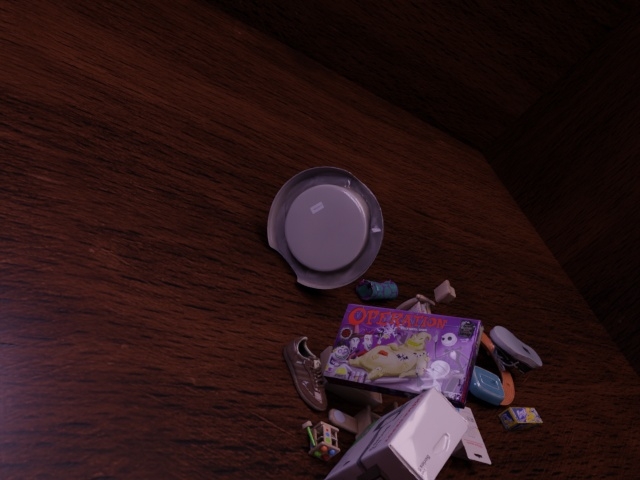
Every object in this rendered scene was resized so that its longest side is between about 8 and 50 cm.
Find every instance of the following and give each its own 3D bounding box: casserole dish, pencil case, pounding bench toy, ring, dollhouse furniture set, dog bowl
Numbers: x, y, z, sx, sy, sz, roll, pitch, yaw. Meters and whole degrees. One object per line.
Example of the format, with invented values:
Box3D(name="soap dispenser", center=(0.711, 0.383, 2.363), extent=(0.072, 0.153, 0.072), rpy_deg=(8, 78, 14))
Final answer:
Box3D(name="casserole dish", center=(0.536, 0.466, 2.092), extent=(0.188, 0.037, 0.114), rpy_deg=(28, 37, -32))
Box3D(name="pencil case", center=(0.185, 0.160, 2.084), extent=(0.152, 0.065, 0.070), rpy_deg=(8, 61, -49))
Box3D(name="pounding bench toy", center=(-0.005, 0.450, 1.448), extent=(0.083, 0.052, 0.065), rpy_deg=(31, 31, -24))
Box3D(name="ring", center=(0.549, 0.421, 2.231), extent=(0.337, 0.032, 0.336), rpy_deg=(33, 33, -25))
Box3D(name="dollhouse furniture set", center=(0.173, 0.277, 1.597), extent=(0.174, 0.355, 0.303), rpy_deg=(31, 31, -23))
Box3D(name="dog bowl", center=(0.024, -0.035, 1.862), extent=(0.348, 0.349, 0.102), rpy_deg=(52, 14, 14))

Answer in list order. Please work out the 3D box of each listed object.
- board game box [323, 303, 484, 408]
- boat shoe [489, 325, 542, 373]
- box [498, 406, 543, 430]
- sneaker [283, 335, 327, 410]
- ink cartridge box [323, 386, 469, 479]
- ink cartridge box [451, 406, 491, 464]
Box3D(name="board game box", center=(0.194, 0.267, 1.538), extent=(0.056, 0.347, 0.208), rpy_deg=(61, 43, -43))
Box3D(name="boat shoe", center=(0.667, 0.398, 2.280), extent=(0.306, 0.105, 0.113), rpy_deg=(30, 30, -43))
Box3D(name="box", center=(0.666, 0.593, 2.142), extent=(0.169, 0.054, 0.059), rpy_deg=(14, 40, -43))
Box3D(name="sneaker", center=(-0.027, 0.322, 1.572), extent=(0.066, 0.071, 0.188), rpy_deg=(4, 47, -51))
Box3D(name="ink cartridge box", center=(0.159, 0.454, 1.378), extent=(0.115, 0.273, 0.198), rpy_deg=(47, 45, 5))
Box3D(name="ink cartridge box", center=(0.403, 0.558, 1.831), extent=(0.104, 0.061, 0.181), rpy_deg=(25, 33, -32))
